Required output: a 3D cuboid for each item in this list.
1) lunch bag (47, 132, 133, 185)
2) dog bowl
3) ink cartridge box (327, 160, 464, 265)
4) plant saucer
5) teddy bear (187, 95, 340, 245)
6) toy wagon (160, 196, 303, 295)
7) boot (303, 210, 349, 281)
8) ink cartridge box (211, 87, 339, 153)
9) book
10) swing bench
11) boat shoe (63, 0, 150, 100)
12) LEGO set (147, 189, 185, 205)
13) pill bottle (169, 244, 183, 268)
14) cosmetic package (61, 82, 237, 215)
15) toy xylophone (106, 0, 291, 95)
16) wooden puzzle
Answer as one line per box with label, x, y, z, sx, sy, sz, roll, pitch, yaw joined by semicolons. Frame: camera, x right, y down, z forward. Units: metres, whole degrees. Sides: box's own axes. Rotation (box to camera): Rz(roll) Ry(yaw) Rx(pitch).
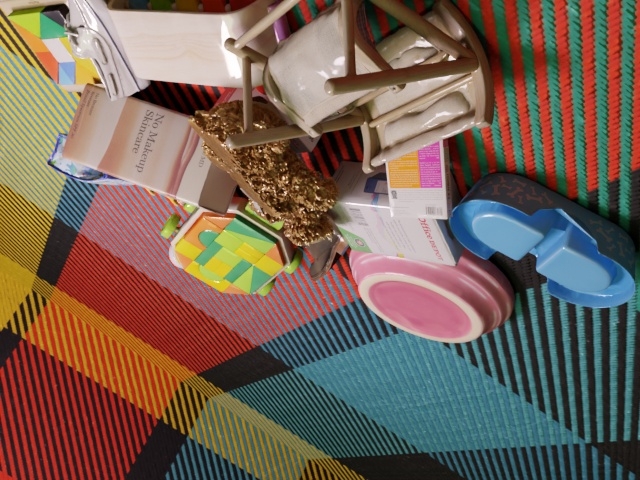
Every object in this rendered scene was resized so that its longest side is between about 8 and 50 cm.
lunch bag;-0.473;-0.162;1.621;0.151;0.096;0.129;28;-170;17
dog bowl;0.348;-0.003;1.179;0.297;0.074;0.166;28;154;2
ink cartridge box;0.131;-0.046;1.292;0.212;0.093;0.154;10;149;36
plant saucer;0.203;0.101;1.477;0.332;0.084;0.332;19;153;10
teddy bear;-0.077;-0.113;1.221;0.245;0.113;0.338;28;162;48
toy wagon;-0.168;-0.007;1.582;0.267;0.068;0.344;32;139;-16
boot;0.000;0.000;1.535;0.106;0.082;0.219;39;144;1
ink cartridge box;-0.072;-0.200;1.242;0.198;0.067;0.115;-1;141;44
book;0.147;-0.105;1.144;0.096;0.035;0.144;4;105;35
swing bench;0.044;-0.206;0.985;0.254;0.165;0.253;5;167;-34
boat shoe;-0.371;-0.334;1.246;0.096;0.088;0.267;51;171;30
LEGO set;-0.338;-0.167;1.569;0.287;0.107;0.132;37;-172;-26
pill bottle;-0.284;0.021;1.802;0.103;0.103;0.184;41;151;-24
cosmetic package;-0.299;-0.166;1.395;0.296;0.153;0.129;18;180;17
toy xylophone;-0.193;-0.325;1.117;0.322;0.081;0.236;18;140;24
wooden puzzle;-0.461;-0.350;1.381;0.220;0.044;0.239;7;147;37
